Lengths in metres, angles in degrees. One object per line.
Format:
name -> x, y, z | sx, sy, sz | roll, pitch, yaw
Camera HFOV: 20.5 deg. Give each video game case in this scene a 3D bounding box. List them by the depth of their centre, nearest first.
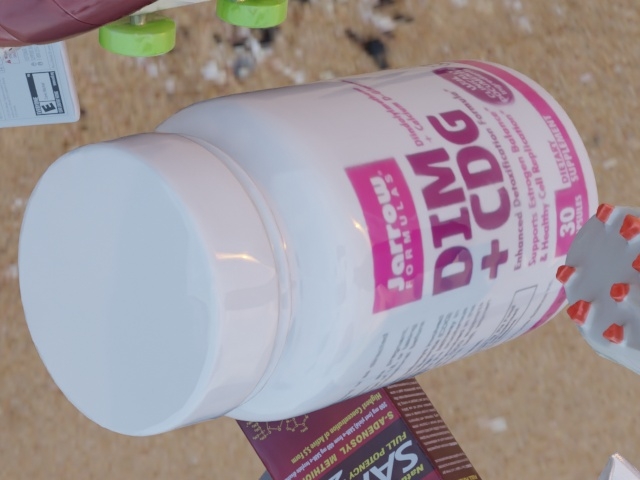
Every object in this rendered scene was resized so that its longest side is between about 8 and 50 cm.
video game case -> -0.302, -0.160, 1.406 | 0.193, 0.023, 0.212 | -5, 145, -1

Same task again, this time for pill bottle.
pill bottle -> 0.000, 0.000, 0.890 | 0.283, 0.160, 0.160 | -15, 138, -47

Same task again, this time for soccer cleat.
soccer cleat -> 0.171, 0.042, 0.789 | 0.076, 0.196, 0.068 | 27, 100, -27

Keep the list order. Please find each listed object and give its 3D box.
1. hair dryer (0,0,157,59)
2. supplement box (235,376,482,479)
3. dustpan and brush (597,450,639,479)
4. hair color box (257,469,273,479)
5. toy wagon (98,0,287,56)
hair dryer -> -0.091, -0.150, 0.775 | 0.294, 0.223, 0.080 | -8, 116, 46
supplement box -> 0.021, 0.156, 1.432 | 0.130, 0.239, 0.073 | -41, 163, 21
dustpan and brush -> 0.232, 0.284, 1.330 | 0.147, 0.060, 0.211 | 42, 69, -25
hair color box -> 0.023, 0.361, 1.725 | 0.185, 0.113, 0.374 | 26, 143, 18
toy wagon -> -0.060, -0.288, 1.310 | 0.344, 0.068, 0.267 | -20, 126, -43
